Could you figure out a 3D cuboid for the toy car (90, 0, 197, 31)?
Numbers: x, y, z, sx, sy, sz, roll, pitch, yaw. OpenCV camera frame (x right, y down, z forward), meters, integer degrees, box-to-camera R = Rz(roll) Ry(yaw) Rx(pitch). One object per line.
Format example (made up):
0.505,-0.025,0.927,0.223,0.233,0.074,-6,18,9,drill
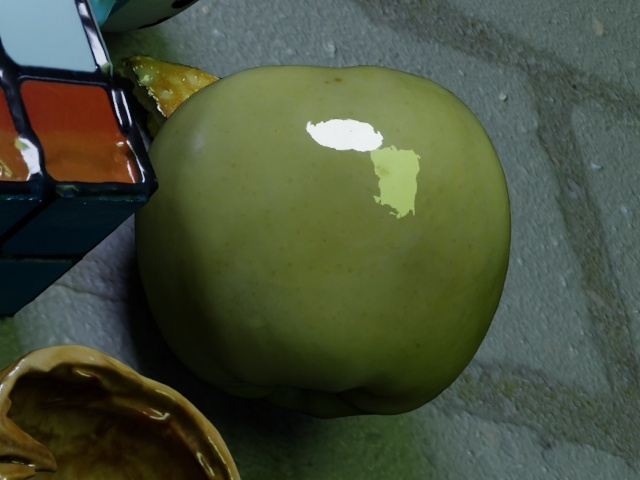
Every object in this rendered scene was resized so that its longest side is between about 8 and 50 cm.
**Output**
-0.176,-0.239,1.426,0.255,0.188,0.190,33,50,-30,toy car

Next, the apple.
0.000,0.000,1.391,0.262,0.262,0.262,28,44,-31,apple

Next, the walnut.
-0.147,0.160,1.225,0.211,0.087,0.167,28,50,-38,walnut

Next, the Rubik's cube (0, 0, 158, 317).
-0.236,-0.064,1.236,0.183,0.167,0.180,-1,62,-49,Rubik's cube

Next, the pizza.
-0.090,-0.089,1.526,0.160,0.036,0.099,19,49,-37,pizza
